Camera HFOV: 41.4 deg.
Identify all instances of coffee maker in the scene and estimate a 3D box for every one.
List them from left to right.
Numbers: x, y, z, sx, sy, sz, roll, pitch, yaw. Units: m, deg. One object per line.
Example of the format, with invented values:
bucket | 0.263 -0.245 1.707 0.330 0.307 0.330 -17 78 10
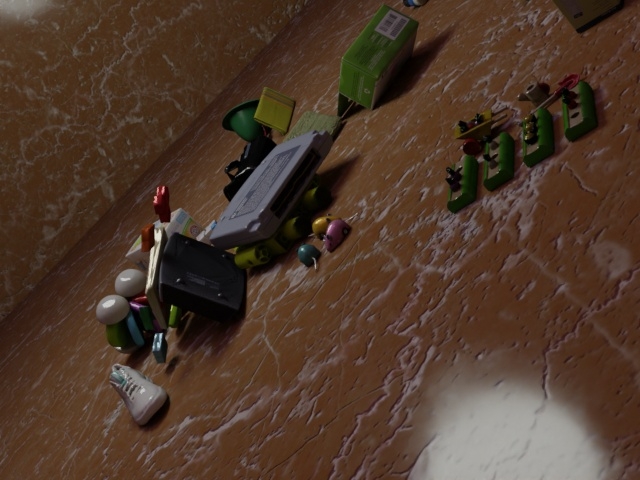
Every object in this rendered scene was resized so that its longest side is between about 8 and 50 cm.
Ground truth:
coffee maker | -0.136 -0.166 2.045 0.171 0.120 0.178 -13 31 15

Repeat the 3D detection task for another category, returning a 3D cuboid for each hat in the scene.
hat | -0.187 -0.302 2.517 0.173 0.184 0.208 -30 -18 22

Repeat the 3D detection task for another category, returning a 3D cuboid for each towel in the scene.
towel | -0.133 -0.376 2.442 0.237 0.102 0.021 -82 17 -59
towel | -0.021 -0.245 1.984 0.110 0.027 0.148 15 56 23

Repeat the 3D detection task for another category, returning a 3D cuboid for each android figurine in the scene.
android figurine | -0.090 -0.039 1.758 0.273 0.056 0.248 -13 38 55

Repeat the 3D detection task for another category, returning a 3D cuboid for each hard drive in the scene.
hard drive | -0.239 0.074 1.685 0.255 0.172 0.054 -100 33 -67

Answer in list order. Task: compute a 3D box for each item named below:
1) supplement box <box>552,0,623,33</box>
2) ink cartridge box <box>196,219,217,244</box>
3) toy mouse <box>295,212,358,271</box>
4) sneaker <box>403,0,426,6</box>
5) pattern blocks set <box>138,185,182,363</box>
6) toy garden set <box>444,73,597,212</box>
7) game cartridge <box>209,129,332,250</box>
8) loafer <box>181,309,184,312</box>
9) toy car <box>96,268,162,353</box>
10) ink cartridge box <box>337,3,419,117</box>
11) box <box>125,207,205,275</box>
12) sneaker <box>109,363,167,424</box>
supplement box | 0.426 -0.394 1.351 0.083 0.083 0.056 -28 27 42
ink cartridge box | -0.286 -0.009 2.134 0.083 0.028 0.048 -45 19 4
toy mouse | 0.000 0.000 1.527 0.161 0.031 0.143 -29 26 40
sneaker | 0.275 -0.690 2.278 0.084 0.058 0.152 9 64 57
pattern blocks set | -0.329 0.074 1.745 0.026 0.285 0.325 -4 38 4
toy garden set | 0.284 -0.171 1.256 0.244 0.049 0.204 -33 23 32
game cartridge | -0.106 -0.102 1.754 0.196 0.060 0.294 -9 40 49
loafer | -0.289 0.097 1.914 0.061 0.062 0.170 84 -149 -63
toy car | -0.406 0.166 1.908 0.136 0.159 0.182 9 47 22
ink cartridge box | 0.127 -0.385 1.956 0.189 0.097 0.255 -55 -13 -22
box | -0.403 0.011 2.223 0.203 0.103 0.114 -22 31 50
sneaker | -0.359 0.284 1.612 0.080 0.094 0.212 -49 20 -13
